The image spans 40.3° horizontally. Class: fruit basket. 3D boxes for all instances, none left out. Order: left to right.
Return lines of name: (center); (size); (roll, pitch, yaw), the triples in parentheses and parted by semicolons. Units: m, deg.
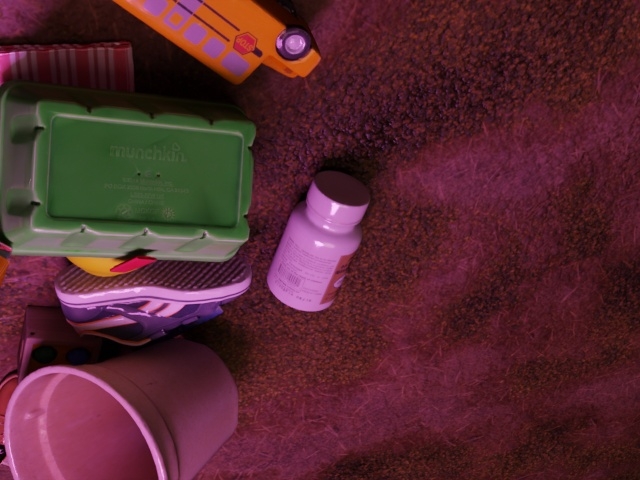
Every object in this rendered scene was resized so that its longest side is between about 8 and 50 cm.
fruit basket: (-0.294, -0.077, 1.284); (0.392, 0.392, 0.283); (3, 92, -22)

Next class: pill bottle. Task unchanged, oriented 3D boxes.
pill bottle: (0.000, 0.000, 1.509); (0.131, 0.131, 0.229); (6, 127, -24)

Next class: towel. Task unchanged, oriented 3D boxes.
towel: (-0.369, -0.221, 1.258); (0.197, 0.029, 0.144); (-5, 134, -15)

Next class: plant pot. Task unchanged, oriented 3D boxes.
plant pot: (-0.306, 0.319, 1.498); (0.334, 0.334, 0.305); (-56, 165, 28)

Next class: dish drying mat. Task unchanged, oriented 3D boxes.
dish drying mat: (-0.267, 0.033, 1.240); (0.032, 0.008, 0.083); (7, 161, -39)

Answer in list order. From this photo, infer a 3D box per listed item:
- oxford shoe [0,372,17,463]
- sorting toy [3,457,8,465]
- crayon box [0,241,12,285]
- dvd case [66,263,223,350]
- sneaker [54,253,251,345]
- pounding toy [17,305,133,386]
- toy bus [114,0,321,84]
oxford shoe: (-0.582, 0.339, 1.639); (0.076, 0.076, 0.212); (12, 119, -25)
sorting toy: (-0.510, 0.409, 1.751); (0.193, 0.038, 0.208); (30, 115, -36)
crayon box: (-0.563, 0.042, 1.238); (0.202, 0.081, 0.318); (31, 149, -11)
dvd case: (-0.309, 0.091, 1.555); (0.180, 0.022, 0.253); (-26, 133, 5)
sneaker: (-0.273, 0.095, 1.472); (0.321, 0.126, 0.127); (-4, 127, -1)
pounding toy: (-0.436, 0.221, 1.574); (0.206, 0.094, 0.181); (6, 127, -23)
toy bus: (-0.154, -0.324, 1.185); (0.130, 0.108, 0.332); (-43, 130, 20)
